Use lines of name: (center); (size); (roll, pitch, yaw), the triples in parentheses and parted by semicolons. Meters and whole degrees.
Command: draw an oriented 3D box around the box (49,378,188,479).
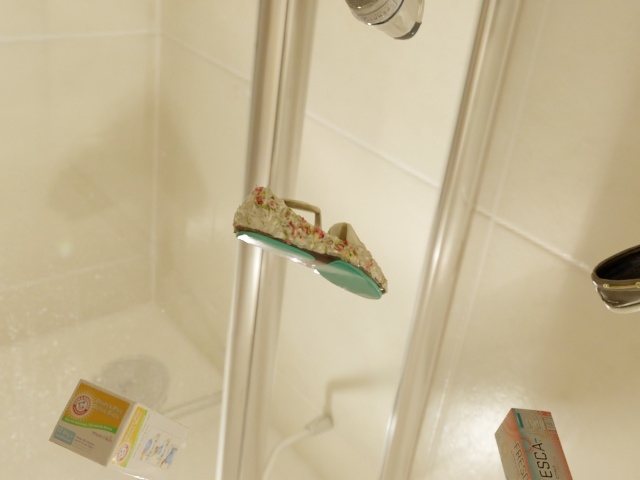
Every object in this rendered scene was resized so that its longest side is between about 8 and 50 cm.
box: (-0.314, 0.307, 1.240); (0.114, 0.203, 0.103); (17, -109, 21)

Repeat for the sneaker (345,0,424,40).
sneaker: (0.062, -0.334, 0.882); (0.094, 0.258, 0.091); (-15, 152, 29)

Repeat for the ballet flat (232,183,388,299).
ballet flat: (0.000, 0.000, 0.988); (0.241, 0.077, 0.091); (28, 158, -31)

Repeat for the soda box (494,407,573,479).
soda box: (0.266, 0.296, 0.950); (0.058, 0.063, 0.183); (8, -140, -11)

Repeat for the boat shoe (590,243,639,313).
boat shoe: (0.616, 0.034, 1.328); (0.305, 0.091, 0.109); (-25, -139, 27)
